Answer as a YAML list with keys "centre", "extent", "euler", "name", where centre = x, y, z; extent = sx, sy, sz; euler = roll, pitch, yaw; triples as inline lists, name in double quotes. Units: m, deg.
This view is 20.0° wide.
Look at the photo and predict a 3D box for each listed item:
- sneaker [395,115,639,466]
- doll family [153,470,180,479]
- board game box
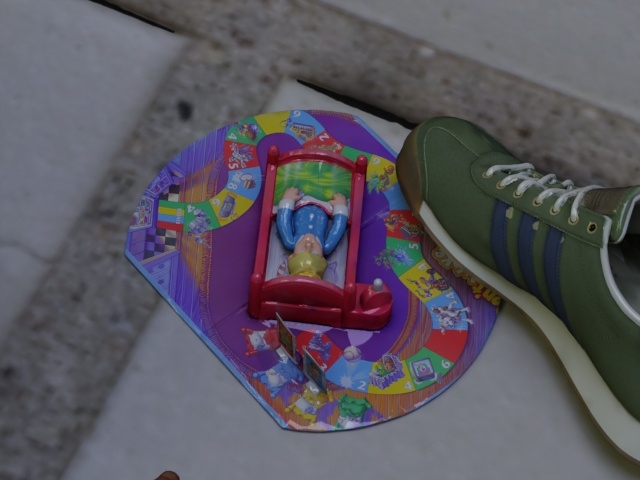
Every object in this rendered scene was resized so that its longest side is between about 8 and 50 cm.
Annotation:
- centre: [0.113, -0.001, 0.764]
  extent: [0.064, 0.086, 0.192]
  euler: [-18, 59, -38]
  name: "sneaker"
- centre: [-0.115, 0.154, 0.638]
  extent: [0.076, 0.111, 0.193]
  euler: [20, 57, 9]
  name: "doll family"
- centre: [0.000, 0.000, 0.794]
  extent: [0.133, 0.033, 0.169]
  euler: [-34, 66, -23]
  name: "board game box"
